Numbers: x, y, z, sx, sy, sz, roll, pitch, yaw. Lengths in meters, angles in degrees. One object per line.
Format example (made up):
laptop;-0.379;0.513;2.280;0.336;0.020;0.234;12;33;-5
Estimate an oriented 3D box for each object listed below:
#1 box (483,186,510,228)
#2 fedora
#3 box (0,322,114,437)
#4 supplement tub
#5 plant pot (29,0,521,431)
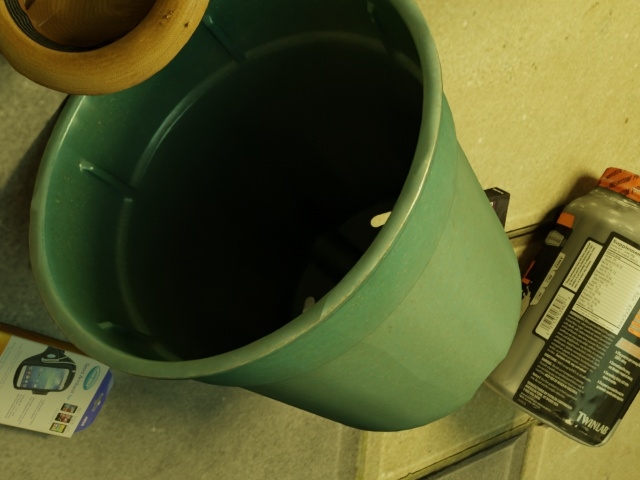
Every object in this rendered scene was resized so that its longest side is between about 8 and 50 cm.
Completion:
box;0.149;0.006;1.126;0.162;0.029;0.116;-14;121;-36
fedora;-0.157;-0.200;0.703;0.079;0.194;0.194;-44;151;-72
box;-0.250;0.127;0.860;0.136;0.028;0.081;27;94;-47
supplement tub;0.348;0.080;1.216;0.193;0.193;0.316;28;93;-45
plant pot;0.000;0.000;0.814;0.341;0.341;0.334;-53;142;-4
